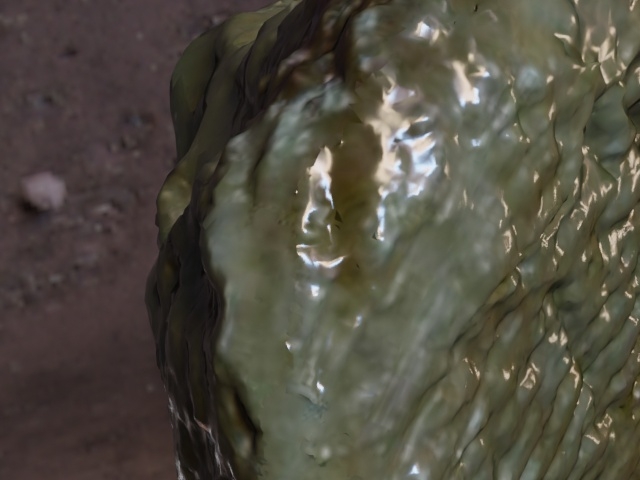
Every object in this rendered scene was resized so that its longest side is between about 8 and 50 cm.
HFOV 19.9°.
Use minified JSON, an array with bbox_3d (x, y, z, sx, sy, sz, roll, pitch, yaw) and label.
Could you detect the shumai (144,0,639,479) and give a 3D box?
[{"bbox_3d":[0.000,0.000,0.535,0.204,0.222,0.272,15,180,25],"label":"shumai"}]
